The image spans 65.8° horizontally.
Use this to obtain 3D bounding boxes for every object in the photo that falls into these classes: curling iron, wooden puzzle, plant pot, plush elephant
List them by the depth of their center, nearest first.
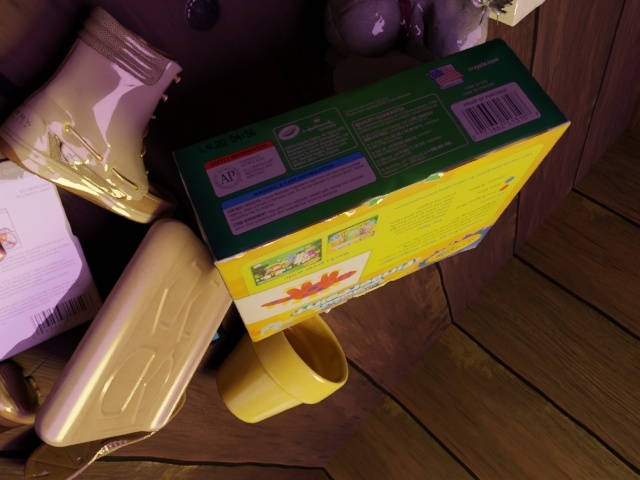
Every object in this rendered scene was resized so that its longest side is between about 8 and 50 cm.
[{"bbox_3d":[0.112,-0.318,0.763,0.330,0.256,0.271,146,-58,-85],"label":"plush elephant"},{"bbox_3d":[-0.274,0.150,0.794,0.348,0.081,0.322,75,40,-70],"label":"wooden puzzle"},{"bbox_3d":[-0.205,0.000,0.872,0.274,0.035,0.068,58,37,-63],"label":"curling iron"},{"bbox_3d":[-0.105,0.291,1.159,0.239,0.254,0.254,-40,153,16],"label":"plant pot"}]

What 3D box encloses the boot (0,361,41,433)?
[{"bbox_3d":[-0.487,0.250,0.647,0.207,0.090,0.248,-28,178,-27],"label":"boot"}]

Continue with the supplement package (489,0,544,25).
[{"bbox_3d":[0.319,-0.552,0.817,0.177,0.175,0.292,-42,149,-17],"label":"supplement package"}]

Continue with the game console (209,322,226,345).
[{"bbox_3d":[-0.240,0.153,0.968,0.122,0.071,0.107,-16,136,-45],"label":"game console"}]

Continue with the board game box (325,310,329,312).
[{"bbox_3d":[0.107,-0.018,1.136,0.318,0.066,0.318,-60,171,15],"label":"board game box"}]

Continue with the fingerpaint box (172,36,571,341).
[{"bbox_3d":[0.059,-0.048,0.731,0.445,0.163,0.371,-22,158,-10],"label":"fingerpaint box"}]

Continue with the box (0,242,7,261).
[{"bbox_3d":[-0.403,-0.058,0.360,0.117,0.214,0.243,-47,146,-6],"label":"box"}]

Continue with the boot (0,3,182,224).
[{"bbox_3d":[-0.235,-0.141,0.629,0.203,0.095,0.262,-53,149,1],"label":"boot"}]

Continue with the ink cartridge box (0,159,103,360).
[{"bbox_3d":[-0.438,0.042,0.596,0.275,0.060,0.238,-26,118,-35],"label":"ink cartridge box"}]

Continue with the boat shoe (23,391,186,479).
[{"bbox_3d":[-0.411,0.359,0.960,0.302,0.109,0.098,-29,-176,-33],"label":"boat shoe"}]
